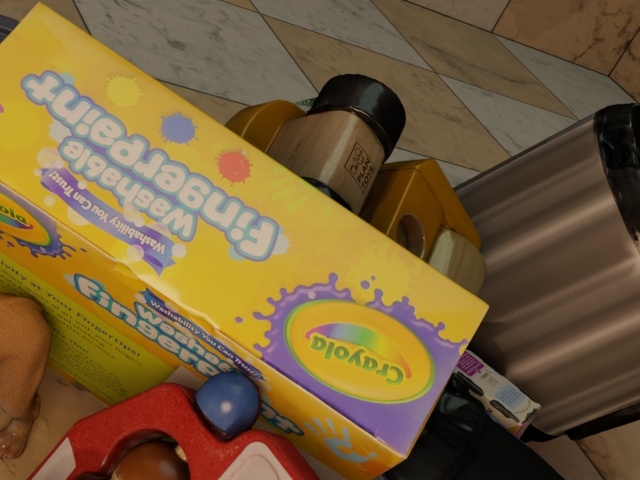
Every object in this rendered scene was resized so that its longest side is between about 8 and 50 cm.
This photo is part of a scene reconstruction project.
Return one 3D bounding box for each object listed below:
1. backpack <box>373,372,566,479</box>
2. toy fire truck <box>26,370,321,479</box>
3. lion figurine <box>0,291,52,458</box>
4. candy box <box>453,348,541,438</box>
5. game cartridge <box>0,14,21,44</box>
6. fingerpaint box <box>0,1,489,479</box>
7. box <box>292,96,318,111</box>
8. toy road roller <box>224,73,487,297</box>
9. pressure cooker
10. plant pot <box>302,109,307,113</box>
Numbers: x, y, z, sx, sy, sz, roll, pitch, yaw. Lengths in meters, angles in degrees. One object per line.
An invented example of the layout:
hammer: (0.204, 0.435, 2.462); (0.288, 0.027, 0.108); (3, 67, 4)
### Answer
backpack: (0.137, 0.285, 1.204); (0.276, 0.213, 0.263); (34, 15, 25)
toy fire truck: (-0.100, 0.238, 0.927); (0.302, 0.254, 0.169); (49, 11, 36)
lion figurine: (-0.309, 0.119, 0.987); (0.142, 0.240, 0.392); (30, 23, -1)
candy box: (0.112, 0.186, 1.428); (0.233, 0.159, 0.071); (37, 26, 17)
game cartridge: (-0.485, -0.243, 1.722); (0.230, 0.068, 0.355); (20, 25, -30)
fingerpaint box: (-0.125, 0.049, 1.120); (0.444, 0.371, 0.163); (34, 64, 0)
box: (0.017, -0.051, 1.697); (0.201, 0.057, 0.293); (-21, 90, -54)
toy road roller: (0.000, 0.000, 1.289); (0.329, 0.240, 0.203); (52, 48, -33)
pressure cooker: (0.306, 0.060, 1.615); (0.370, 0.420, 0.376); (34, 37, -44)
plant pot: (-0.047, -0.008, 1.488); (0.256, 0.274, 0.256); (25, 25, -12)
